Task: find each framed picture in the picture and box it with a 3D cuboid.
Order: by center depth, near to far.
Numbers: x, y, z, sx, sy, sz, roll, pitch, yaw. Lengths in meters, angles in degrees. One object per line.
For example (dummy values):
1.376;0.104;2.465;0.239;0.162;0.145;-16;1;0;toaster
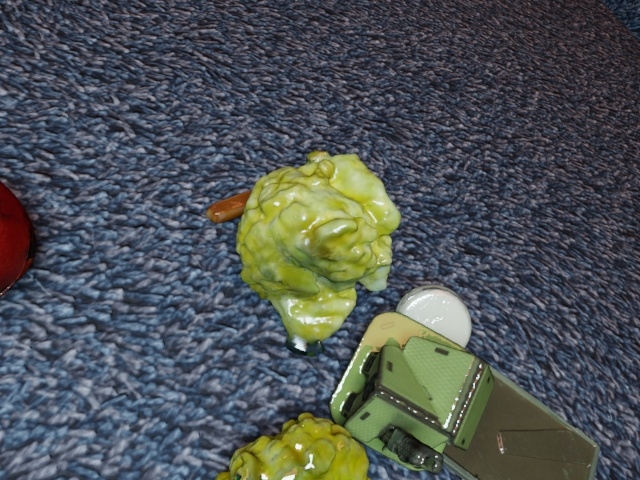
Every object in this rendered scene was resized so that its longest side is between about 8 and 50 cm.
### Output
0.343;0.361;0.800;0.289;0.016;0.213;36;55;4;framed picture

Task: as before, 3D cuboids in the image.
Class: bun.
0.200;0.147;0.837;0.138;0.094;0.138;0;88;5;bun

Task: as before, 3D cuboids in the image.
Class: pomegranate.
-0.513;0.008;0.615;0.210;0.210;0.235;41;89;8;pomegranate

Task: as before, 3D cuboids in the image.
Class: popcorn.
-0.030;0.338;0.589;0.218;0.169;0.189;-25;72;-12;popcorn
0.001;-0.006;0.768;0.293;0.292;0.237;28;37;-1;popcorn

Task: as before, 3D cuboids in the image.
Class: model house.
0.153;0.213;0.637;0.205;0.278;0.218;28;74;1;model house

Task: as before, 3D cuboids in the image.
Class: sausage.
-0.155;-0.066;0.873;0.131;0.039;0.041;-23;78;-27;sausage
